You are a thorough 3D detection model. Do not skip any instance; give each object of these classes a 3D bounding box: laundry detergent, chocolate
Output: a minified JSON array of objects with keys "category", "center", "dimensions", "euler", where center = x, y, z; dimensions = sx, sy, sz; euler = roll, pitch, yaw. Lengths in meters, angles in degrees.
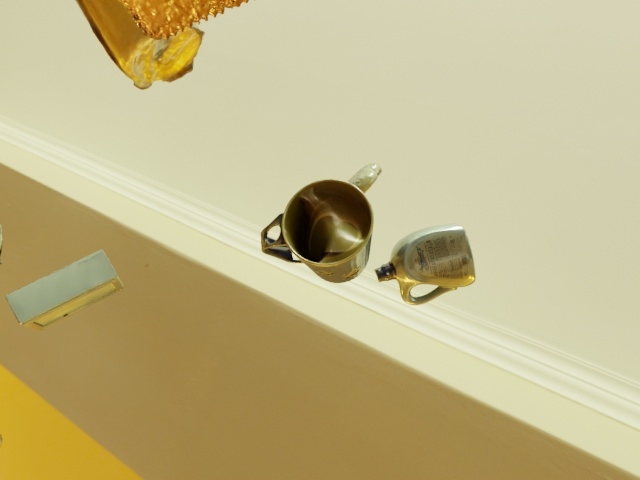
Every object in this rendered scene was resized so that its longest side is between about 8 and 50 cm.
[{"category":"laundry detergent","center":[0.297,0.079,1.211],"dimensions":[0.280,0.105,0.215],"euler":[-19,-76,-8]},{"category":"chocolate","center":[-0.394,-0.493,0.727],"dimensions":[0.162,0.162,0.446],"euler":[-35,-86,12]}]

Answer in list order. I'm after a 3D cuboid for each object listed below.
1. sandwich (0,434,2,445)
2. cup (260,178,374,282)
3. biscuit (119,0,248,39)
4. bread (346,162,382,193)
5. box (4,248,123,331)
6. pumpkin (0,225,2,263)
[{"category":"sandwich","center":[-0.493,0.317,0.437],"dimensions":[0.288,0.254,0.100],"euler":[-6,-66,57]},{"category":"cup","center":[0.000,0.000,0.655],"dimensions":[0.176,0.155,0.131],"euler":[-7,-111,8]},{"category":"biscuit","center":[-0.156,-0.356,0.477],"dimensions":[0.231,0.237,0.013],"euler":[-20,-111,5]},{"category":"bread","center":[0.078,-0.128,1.186],"dimensions":[0.056,0.207,0.286],"euler":[42,-46,-6]},{"category":"box","center":[-0.626,0.127,1.042],"dimensions":[0.225,0.129,0.086],"euler":[-30,-96,-25]},{"category":"pumpkin","center":[-0.403,-0.012,0.421],"dimensions":[0.111,0.163,0.279],"euler":[24,-60,25]}]
